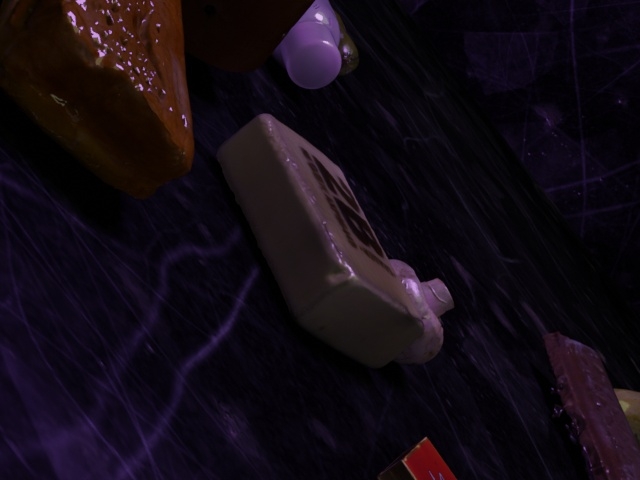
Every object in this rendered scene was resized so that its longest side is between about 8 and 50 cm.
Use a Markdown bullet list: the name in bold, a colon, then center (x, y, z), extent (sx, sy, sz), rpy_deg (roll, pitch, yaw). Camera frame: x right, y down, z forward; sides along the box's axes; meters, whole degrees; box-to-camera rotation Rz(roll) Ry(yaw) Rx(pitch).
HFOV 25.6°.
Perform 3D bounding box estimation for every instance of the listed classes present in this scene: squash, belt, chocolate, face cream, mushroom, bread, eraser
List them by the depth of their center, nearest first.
- **bread**: center (-0.133, -0.130, 0.854), extent (0.139, 0.077, 0.271), rpy_deg (49, 14, -32)
- **eraser**: center (0.000, 0.000, 1.012), extent (0.117, 0.058, 0.172), rpy_deg (37, 21, -49)
- **mushroom**: center (0.065, 0.053, 1.072), extent (0.084, 0.067, 0.083), rpy_deg (61, -6, 10)
- **belt**: center (-0.100, -0.258, 1.147), extent (0.184, 0.105, 0.261), rpy_deg (7, 43, -43)
- **chocolate**: center (0.299, 0.213, 1.477), extent (0.102, 0.065, 0.329), rpy_deg (46, 16, -29)
- **face cream**: center (-0.029, -0.246, 1.509), extent (0.082, 0.082, 0.269), rpy_deg (44, 15, -32)
- **squash**: center (0.368, 0.224, 1.683), extent (0.224, 0.094, 0.094), rpy_deg (25, 29, -48)
- **squash**: center (0.011, -0.249, 1.725), extent (0.052, 0.052, 0.183), rpy_deg (45, 16, -29)

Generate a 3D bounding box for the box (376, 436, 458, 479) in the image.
- **box**: center (0.090, 0.191, 0.898), extent (0.133, 0.023, 0.090), rpy_deg (55, 11, 9)
